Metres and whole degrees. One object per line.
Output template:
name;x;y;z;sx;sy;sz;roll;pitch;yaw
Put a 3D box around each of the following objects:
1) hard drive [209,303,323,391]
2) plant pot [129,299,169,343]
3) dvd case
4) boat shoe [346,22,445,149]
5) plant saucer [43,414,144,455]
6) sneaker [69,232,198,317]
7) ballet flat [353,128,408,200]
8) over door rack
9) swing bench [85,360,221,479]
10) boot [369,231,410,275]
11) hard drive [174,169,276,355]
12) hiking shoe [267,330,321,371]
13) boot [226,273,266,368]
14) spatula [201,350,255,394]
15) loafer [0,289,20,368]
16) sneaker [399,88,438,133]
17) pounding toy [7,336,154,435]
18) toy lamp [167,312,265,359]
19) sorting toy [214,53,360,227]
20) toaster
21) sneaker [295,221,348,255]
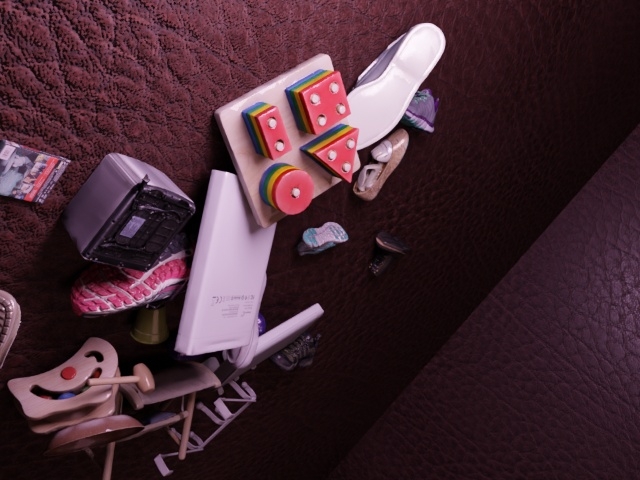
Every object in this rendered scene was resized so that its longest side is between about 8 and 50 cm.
hard drive;-0.146;0.284;1.925;0.307;0.040;0.203;-27;166;-44
plant pot;-0.360;0.164;1.525;0.083;0.083;0.079;-17;129;-44
dvd case;-0.450;-0.102;1.087;0.087;0.013;0.119;-52;154;13
boat shoe;0.133;-0.318;1.508;0.319;0.116;0.099;-50;-164;9
plant saucer;-0.456;0.388;1.443;0.198;0.036;0.198;-15;163;-5
sneaker;-0.339;0.089;1.393;0.299;0.121;0.112;-20;146;-41
ballet flat;0.144;-0.185;1.761;0.067;0.073;0.206;7;120;-40
over door rack;-0.315;0.489;1.954;0.239;0.108;0.324;-44;172;3
swing bench;-0.410;0.401;1.680;0.253;0.165;0.255;-1;122;-54
boot;0.183;0.052;2.142;0.137;0.077;0.198;-47;153;13
hard drive;-0.179;0.046;1.454;0.233;0.047;0.353;6;98;-65
hiking shoe;-0.079;0.320;2.147;0.227;0.086;0.114;7;110;-64
boot;-0.209;0.176;1.674;0.123;0.095;0.258;5;94;-48
spatula;-0.241;0.346;2.000;0.168;0.019;0.242;-37;152;-19
loafer;-0.589;0.194;1.216;0.269;0.102;0.092;-58;-175;9
sneaker;0.216;-0.322;1.687;0.223;0.083;0.098;9;100;-63
pounding toy;-0.478;0.264;1.427;0.269;0.154;0.155;-12;142;-19
toy lamp;-0.254;0.237;1.764;0.274;0.080;0.080;-10;136;-48
sorting toy;-0.035;-0.182;1.369;0.257;0.089;0.256;-34;125;-23
toaster;-0.323;-0.049;1.232;0.186;0.110;0.168;-50;154;10
sneaker;0.000;0.000;1.835;0.166;0.065;0.076;-8;152;-46
